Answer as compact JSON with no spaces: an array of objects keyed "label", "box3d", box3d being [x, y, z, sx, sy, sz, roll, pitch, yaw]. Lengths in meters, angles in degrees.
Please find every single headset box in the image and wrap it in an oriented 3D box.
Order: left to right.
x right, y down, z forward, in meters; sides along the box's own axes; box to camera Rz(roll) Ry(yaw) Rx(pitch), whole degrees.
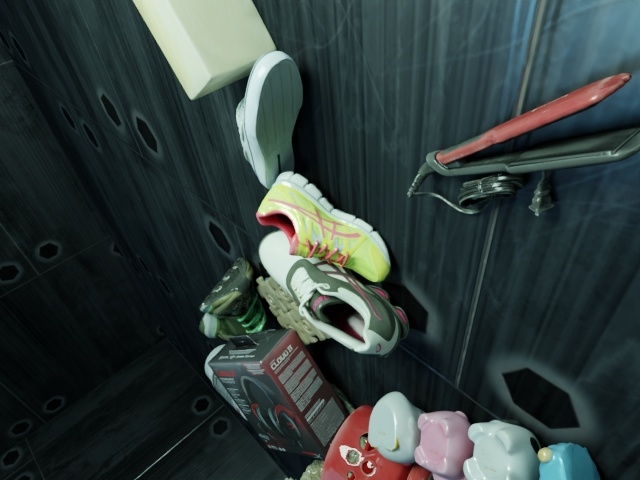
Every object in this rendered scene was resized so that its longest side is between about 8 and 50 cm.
[{"label":"headset box","box3d":[-0.098,0.320,0.996,0.218,0.110,0.293,-16,109,46]}]

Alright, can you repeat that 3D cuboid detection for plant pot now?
[{"label":"plant pot","box3d":[0.121,0.428,0.841,0.174,0.191,0.191,16,136,31]}]

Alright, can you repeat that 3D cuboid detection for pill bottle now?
[{"label":"pill bottle","box3d":[-0.254,0.450,1.482,0.283,0.161,0.161,18,136,49]}]

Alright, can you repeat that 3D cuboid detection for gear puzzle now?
[{"label":"gear puzzle","box3d":[-0.019,0.105,0.858,0.176,0.044,0.339,55,150,1]}]

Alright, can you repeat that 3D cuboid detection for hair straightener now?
[{"label":"hair straightener","box3d":[0.156,-0.053,0.388,0.089,0.047,0.230,59,153,-9]}]

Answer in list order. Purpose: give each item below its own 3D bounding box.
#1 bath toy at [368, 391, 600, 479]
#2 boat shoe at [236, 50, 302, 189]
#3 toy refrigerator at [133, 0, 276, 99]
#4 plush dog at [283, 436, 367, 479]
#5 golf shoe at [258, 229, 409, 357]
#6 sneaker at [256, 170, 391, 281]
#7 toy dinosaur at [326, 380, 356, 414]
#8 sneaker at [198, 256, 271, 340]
[{"label":"bath toy","box3d":[0.212,0.315,0.650,0.129,0.152,0.348,17,168,-30]},{"label":"boat shoe","box3d":[-0.080,-0.156,0.601,0.076,0.083,0.226,43,151,19]},{"label":"toy refrigerator","box3d":[-0.174,-0.319,0.544,0.094,0.102,0.270,-4,118,59]},{"label":"plush dog","box3d":[0.057,0.545,1.041,0.262,0.210,0.226,22,102,21]},{"label":"golf shoe","box3d":[0.002,0.064,0.661,0.272,0.105,0.120,34,-168,24]},{"label":"sneaker","box3d":[0.000,0.000,0.627,0.208,0.094,0.081,36,149,9]},{"label":"toy dinosaur","box3d":[0.041,0.376,1.049,0.268,0.064,0.118,20,131,42]},{"label":"sneaker","box3d":[-0.180,0.175,1.117,0.182,0.158,0.410,33,154,0]}]
